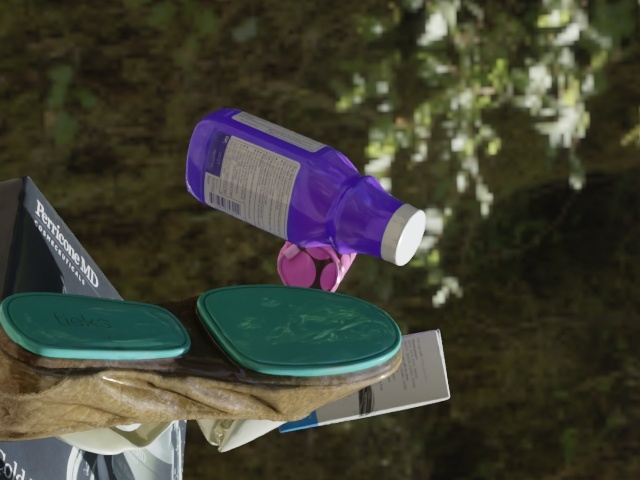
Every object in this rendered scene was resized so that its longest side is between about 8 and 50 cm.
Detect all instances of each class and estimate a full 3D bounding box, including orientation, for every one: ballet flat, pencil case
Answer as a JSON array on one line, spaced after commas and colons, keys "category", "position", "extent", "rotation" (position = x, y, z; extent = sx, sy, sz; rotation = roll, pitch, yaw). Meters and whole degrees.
[{"category": "ballet flat", "position": [-0.099, 0.104, 1.103], "extent": [0.116, 0.342, 0.124], "rotation": [52, -50, 39]}, {"category": "pencil case", "position": [0.000, 0.000, 2.018], "extent": [0.098, 0.095, 0.209], "rotation": [59, 20, -16]}]

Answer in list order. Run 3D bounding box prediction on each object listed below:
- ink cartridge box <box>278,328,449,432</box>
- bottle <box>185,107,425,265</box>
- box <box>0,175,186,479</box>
[{"category": "ink cartridge box", "position": [0.045, 0.167, 1.768], "extent": [0.148, 0.203, 0.086], "rotation": [85, -6, -84]}, {"category": "bottle", "position": [-0.018, -0.055, 1.687], "extent": [0.092, 0.283, 0.118], "rotation": [-33, 140, -52]}, {"category": "box", "position": [-0.392, 0.270, 1.793], "extent": [0.480, 0.297, 0.471], "rotation": [60, 21, -46]}]
